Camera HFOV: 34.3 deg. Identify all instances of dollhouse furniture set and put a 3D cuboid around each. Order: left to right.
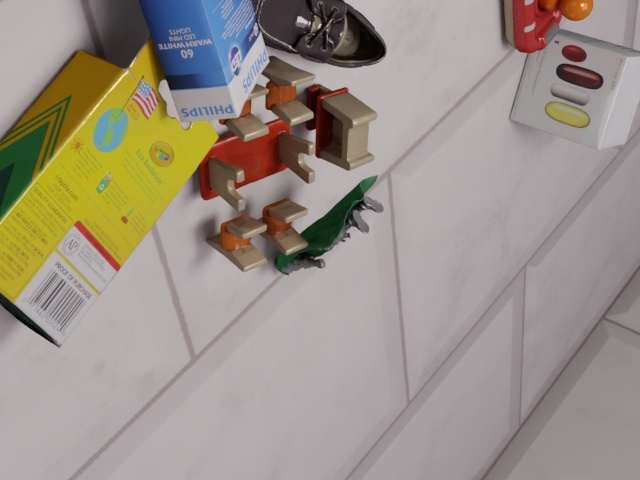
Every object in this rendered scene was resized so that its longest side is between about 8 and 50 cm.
[{"bbox_3d":[-0.059,-0.129,1.432,0.259,0.135,0.262,-23,131,-34],"label":"dollhouse furniture set"}]

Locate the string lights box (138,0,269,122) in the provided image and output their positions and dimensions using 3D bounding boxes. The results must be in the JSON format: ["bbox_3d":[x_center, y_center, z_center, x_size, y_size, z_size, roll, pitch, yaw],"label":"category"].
[{"bbox_3d":[-0.137,-0.274,1.127,0.133,0.076,0.260,-70,151,-50],"label":"string lights box"}]

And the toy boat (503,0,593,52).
[{"bbox_3d":[0.426,-0.445,1.895,0.151,0.151,0.231,-49,146,-26],"label":"toy boat"}]

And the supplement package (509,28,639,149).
[{"bbox_3d":[0.525,-0.308,2.097,0.149,0.203,0.194,-15,123,-53],"label":"supplement package"}]

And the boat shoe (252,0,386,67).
[{"bbox_3d":[-0.003,-0.290,1.397,0.285,0.092,0.103,6,106,-58],"label":"boat shoe"}]

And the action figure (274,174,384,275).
[{"bbox_3d":[0.000,0.000,1.539,0.232,0.063,0.137,-33,-166,50],"label":"action figure"}]

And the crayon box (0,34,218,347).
[{"bbox_3d":[-0.264,-0.063,1.166,0.318,0.081,0.202,-54,148,-17],"label":"crayon box"}]
